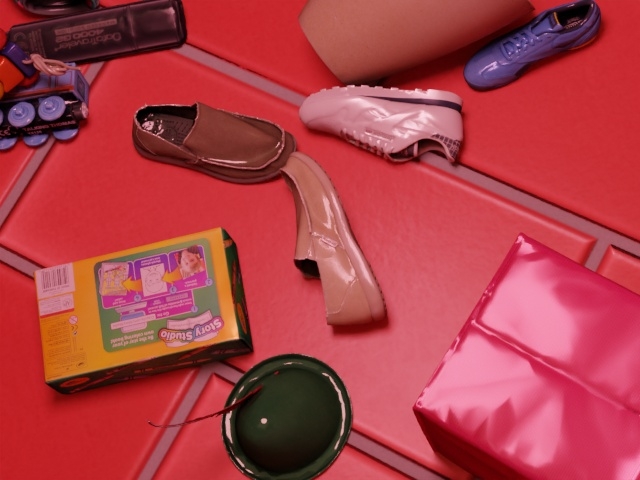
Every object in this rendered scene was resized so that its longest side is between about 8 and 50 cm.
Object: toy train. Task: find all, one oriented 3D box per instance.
[{"bbox_3d":[-0.432,-0.199,1.920,0.184,0.080,0.105,-8,60,10],"label":"toy train"},{"bbox_3d":[-0.466,-0.218,1.836,0.248,0.105,0.143,20,74,32],"label":"toy train"}]

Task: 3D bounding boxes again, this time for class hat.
[{"bbox_3d":[-0.068,0.219,1.643,0.173,0.183,0.208,37,81,19],"label":"hat"}]

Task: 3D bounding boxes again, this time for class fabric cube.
[{"bbox_3d":[0.296,0.188,1.554,0.258,0.254,0.259,29,79,20],"label":"fabric cube"}]

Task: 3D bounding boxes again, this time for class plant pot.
[{"bbox_3d":[0.114,-0.343,1.801,0.274,0.256,0.256,-36,67,14],"label":"plant pot"}]

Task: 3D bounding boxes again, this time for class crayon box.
[{"bbox_3d":[-0.244,0.098,1.774,0.278,0.081,0.165,-13,69,5],"label":"crayon box"}]

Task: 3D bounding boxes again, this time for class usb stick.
[{"bbox_3d":[-0.339,-0.311,1.953,0.278,0.045,0.077,-9,97,7],"label":"usb stick"}]

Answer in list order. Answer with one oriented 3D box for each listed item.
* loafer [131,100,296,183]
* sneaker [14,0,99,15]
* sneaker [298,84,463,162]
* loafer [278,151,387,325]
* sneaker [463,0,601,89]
[{"bbox_3d":[-0.159,-0.144,1.842,0.251,0.087,0.094,7,72,13],"label":"loafer"},{"bbox_3d":[-0.365,-0.442,1.949,0.295,0.124,0.178,-35,67,19],"label":"sneaker"},{"bbox_3d":[0.082,-0.160,1.810,0.235,0.090,0.095,2,80,12],"label":"sneaker"},{"bbox_3d":[0.000,0.000,1.755,0.092,0.102,0.268,-25,69,-5],"label":"loafer"},{"bbox_3d":[0.294,-0.283,1.815,0.209,0.082,0.069,-25,70,2],"label":"sneaker"}]
